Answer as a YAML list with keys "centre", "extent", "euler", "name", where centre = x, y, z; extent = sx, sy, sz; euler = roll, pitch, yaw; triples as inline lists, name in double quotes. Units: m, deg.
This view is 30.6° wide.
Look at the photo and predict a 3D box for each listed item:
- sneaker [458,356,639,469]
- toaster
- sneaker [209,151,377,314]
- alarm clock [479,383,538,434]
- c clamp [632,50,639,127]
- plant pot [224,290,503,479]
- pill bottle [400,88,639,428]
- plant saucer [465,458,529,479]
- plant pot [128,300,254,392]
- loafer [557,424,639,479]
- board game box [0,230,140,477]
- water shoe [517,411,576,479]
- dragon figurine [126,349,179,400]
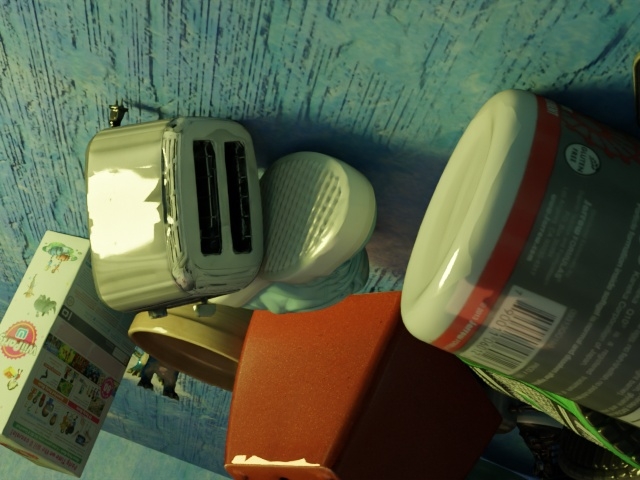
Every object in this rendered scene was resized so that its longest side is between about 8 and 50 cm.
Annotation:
- centre: [0.269, 0.132, 1.245]
  extent: [0.343, 0.134, 0.146]
  euler: [36, 164, 7]
  name: "sneaker"
- centre: [-0.143, -0.036, 1.159]
  extent: [0.146, 0.227, 0.129]
  euler: [-6, 177, 42]
  name: "toaster"
- centre: [0.000, 0.000, 1.223]
  extent: [0.150, 0.135, 0.366]
  euler: [9, 168, -21]
  name: "sneaker"
- centre: [0.229, 0.239, 1.647]
  extent: [0.192, 0.064, 0.129]
  euler: [-9, 157, 38]
  name: "alarm clock"
- centre: [0.289, -0.091, 0.830]
  extent: [0.137, 0.022, 0.160]
  euler: [15, 162, 29]
  name: "c clamp"
- centre: [0.033, 0.246, 1.502]
  extent: [0.267, 0.236, 0.267]
  euler: [-8, 131, 39]
  name: "plant pot"
- centre: [0.264, 0.041, 0.912]
  extent: [0.363, 0.210, 0.210]
  euler: [22, 160, -5]
  name: "pill bottle"
- centre: [0.320, 0.453, 1.945]
  extent: [0.317, 0.043, 0.317]
  euler: [24, -171, -4]
  name: "plant saucer"
- centre: [-0.148, 0.134, 1.696]
  extent: [0.237, 0.110, 0.237]
  euler: [20, 160, 8]
  name: "plant pot"
- centre: [0.437, 0.253, 1.399]
  extent: [0.130, 0.134, 0.366]
  euler: [31, 158, -26]
  name: "loafer"
- centre: [-0.384, 0.171, 1.739]
  extent: [0.097, 0.303, 0.224]
  euler: [11, 158, 25]
  name: "board game box"
- centre: [0.343, 0.313, 1.724]
  extent: [0.073, 0.080, 0.203]
  euler: [1, 152, 41]
  name: "water shoe"
- centre: [-0.250, 0.172, 1.929]
  extent: [0.085, 0.144, 0.289]
  euler: [25, 179, -15]
  name: "dragon figurine"
